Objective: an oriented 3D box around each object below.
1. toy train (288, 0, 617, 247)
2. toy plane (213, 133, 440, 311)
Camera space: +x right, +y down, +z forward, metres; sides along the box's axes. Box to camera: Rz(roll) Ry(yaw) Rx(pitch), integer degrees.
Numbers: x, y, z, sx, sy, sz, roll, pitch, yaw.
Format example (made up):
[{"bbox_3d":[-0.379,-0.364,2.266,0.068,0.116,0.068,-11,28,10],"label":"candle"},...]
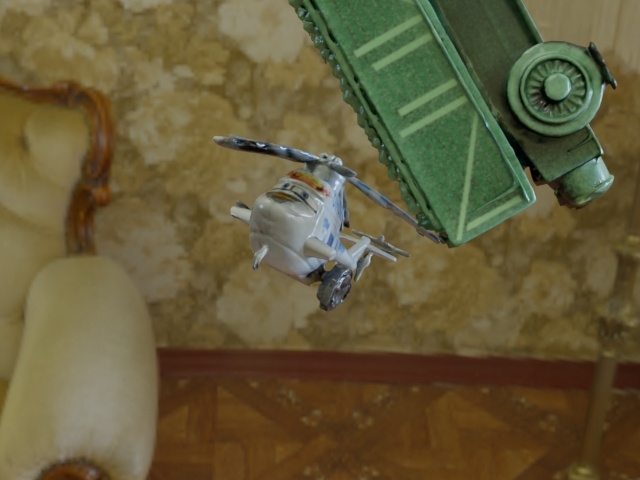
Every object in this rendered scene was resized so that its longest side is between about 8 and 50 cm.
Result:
[{"bbox_3d":[0.086,-0.127,0.796,0.154,0.269,0.115,-30,5,10],"label":"toy train"},{"bbox_3d":[-0.010,-0.004,0.951,0.182,0.107,0.273,26,-8,-1],"label":"toy plane"}]
